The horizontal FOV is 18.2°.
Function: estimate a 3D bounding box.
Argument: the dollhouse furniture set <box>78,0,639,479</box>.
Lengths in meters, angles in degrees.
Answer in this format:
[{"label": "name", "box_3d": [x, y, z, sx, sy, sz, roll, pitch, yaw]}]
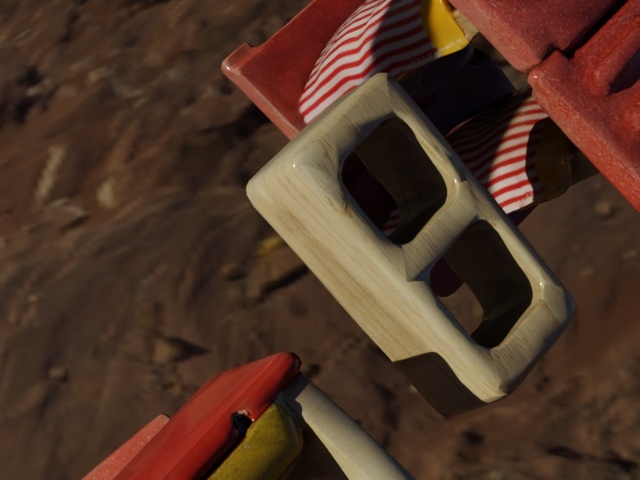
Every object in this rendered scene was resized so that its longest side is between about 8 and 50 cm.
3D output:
[{"label": "dollhouse furniture set", "box_3d": [0.000, 0.000, 0.805, 0.152, 0.201, 0.374, 49, 61, -8]}]
